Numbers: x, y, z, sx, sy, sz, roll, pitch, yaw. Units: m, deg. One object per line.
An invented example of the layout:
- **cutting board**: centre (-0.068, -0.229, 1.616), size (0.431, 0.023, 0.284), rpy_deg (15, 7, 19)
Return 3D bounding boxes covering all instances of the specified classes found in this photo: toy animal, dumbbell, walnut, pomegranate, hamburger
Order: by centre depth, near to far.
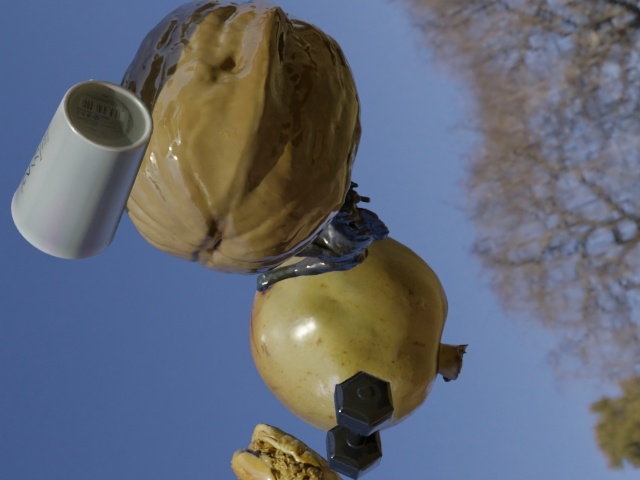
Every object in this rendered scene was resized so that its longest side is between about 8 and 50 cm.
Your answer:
- **dumbbell**: centre (0.024, 0.118, 0.813), size (0.040, 0.083, 0.036), rpy_deg (-28, -120, -24)
- **walnut**: centre (-0.074, -0.099, 1.132), size (0.225, 0.225, 0.260), rpy_deg (34, -126, -41)
- **toy animal**: centre (0.000, 0.000, 1.340), size (0.232, 0.148, 0.084), rpy_deg (77, -160, -71)
- **hamburger**: centre (-0.031, 0.280, 1.486), size (0.083, 0.138, 0.147), rpy_deg (-56, -35, -15)
- **pomegranate**: centre (0.056, 0.132, 1.846), size (0.319, 0.319, 0.319), rpy_deg (34, -136, -41)

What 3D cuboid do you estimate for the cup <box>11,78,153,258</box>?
- **cup**: centre (-0.160, -0.058, 0.866), size (0.074, 0.116, 0.104), rpy_deg (12, -133, -20)
